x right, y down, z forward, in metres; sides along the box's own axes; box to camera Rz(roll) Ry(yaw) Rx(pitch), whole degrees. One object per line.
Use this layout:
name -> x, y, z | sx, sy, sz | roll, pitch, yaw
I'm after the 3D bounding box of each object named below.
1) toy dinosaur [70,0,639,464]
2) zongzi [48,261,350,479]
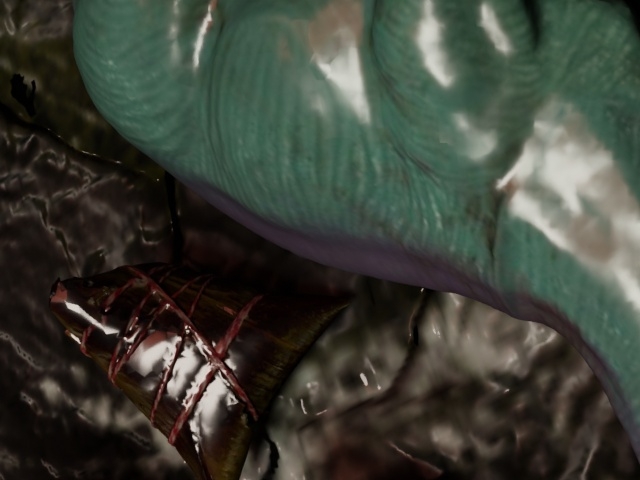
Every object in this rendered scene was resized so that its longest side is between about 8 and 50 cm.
toy dinosaur -> 0.000, 0.000, 0.514 | 0.384, 0.129, 0.330 | 9, 104, 40
zongzi -> -0.037, 0.046, 0.562 | 0.083, 0.067, 0.073 | 11, 90, 22
